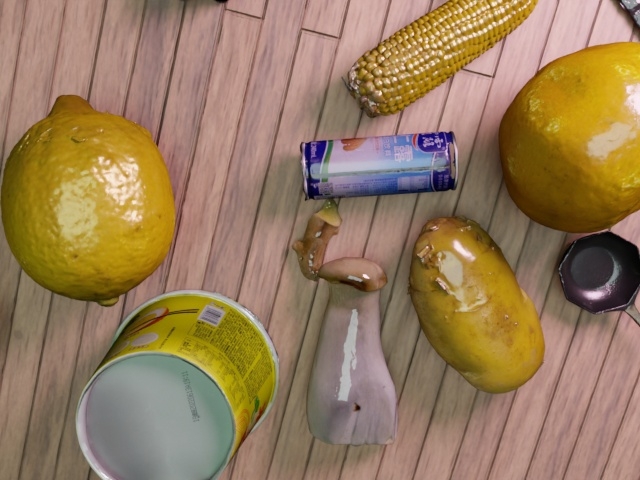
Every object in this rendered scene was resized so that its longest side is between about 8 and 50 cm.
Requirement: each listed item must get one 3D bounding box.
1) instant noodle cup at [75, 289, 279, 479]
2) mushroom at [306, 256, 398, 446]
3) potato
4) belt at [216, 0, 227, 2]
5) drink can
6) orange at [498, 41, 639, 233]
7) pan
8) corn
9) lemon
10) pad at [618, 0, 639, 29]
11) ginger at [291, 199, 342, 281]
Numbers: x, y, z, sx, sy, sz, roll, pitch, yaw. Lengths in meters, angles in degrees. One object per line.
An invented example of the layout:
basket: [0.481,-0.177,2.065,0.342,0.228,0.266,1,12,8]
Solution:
instant noodle cup: [-0.230,0.248,0.985,0.312,0.221,0.311,1,99,3]
mushroom: [0.057,0.185,1.027,0.159,0.122,0.328,-5,102,-34]
potato: [0.236,0.100,0.979,0.173,0.140,0.300,-31,102,0]
belt: [-0.135,-0.530,0.915,0.126,0.094,0.359,20,101,-5]
drink can: [0.089,-0.116,0.973,0.236,0.097,0.097,-4,99,4]
orange: [0.380,-0.141,0.870,0.279,0.279,0.235,-32,68,8]
pan: [0.456,0.084,1.010,0.129,0.048,0.201,-16,97,7]
corn: [0.180,-0.294,0.937,0.305,0.106,0.106,-33,96,3]
lemon: [-0.342,-0.058,0.931,0.246,0.245,0.319,-7,94,4]
pad: [0.530,-0.402,0.939,0.174,0.022,0.233,-38,95,8]
ginger: [-0.005,-0.003,1.023,0.058,0.044,0.137,16,103,-29]
